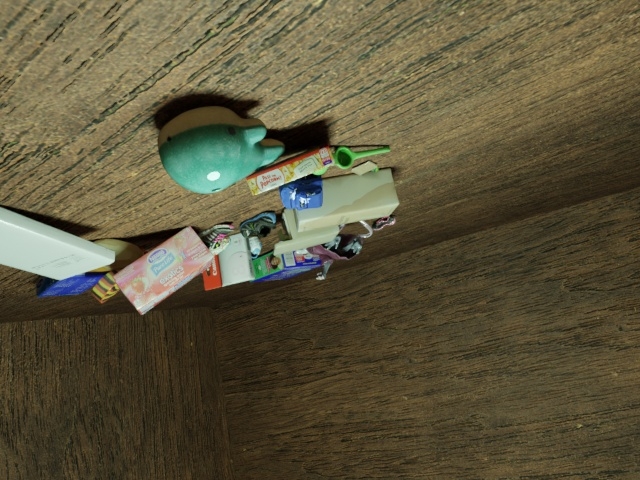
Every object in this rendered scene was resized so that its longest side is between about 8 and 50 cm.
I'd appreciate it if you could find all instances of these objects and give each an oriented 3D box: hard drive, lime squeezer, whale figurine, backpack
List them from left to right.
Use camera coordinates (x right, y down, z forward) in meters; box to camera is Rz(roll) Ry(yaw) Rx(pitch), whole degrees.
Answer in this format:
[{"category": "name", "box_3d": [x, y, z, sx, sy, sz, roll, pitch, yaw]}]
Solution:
[{"category": "hard drive", "box_3d": [-0.784, 0.020, 1.186, 0.232, 0.047, 0.353, -16, 156, 18]}, {"category": "whale figurine", "box_3d": [-0.183, -0.162, 0.871, 0.216, 0.141, 0.272, -20, 169, 33]}, {"category": "backpack", "box_3d": [-0.054, -0.137, 1.216, 0.120, 0.101, 0.098, -6, 131, -6]}, {"category": "lime squeezer", "box_3d": [0.033, -0.199, 1.129, 0.310, 0.059, 0.110, -14, 168, 5]}]

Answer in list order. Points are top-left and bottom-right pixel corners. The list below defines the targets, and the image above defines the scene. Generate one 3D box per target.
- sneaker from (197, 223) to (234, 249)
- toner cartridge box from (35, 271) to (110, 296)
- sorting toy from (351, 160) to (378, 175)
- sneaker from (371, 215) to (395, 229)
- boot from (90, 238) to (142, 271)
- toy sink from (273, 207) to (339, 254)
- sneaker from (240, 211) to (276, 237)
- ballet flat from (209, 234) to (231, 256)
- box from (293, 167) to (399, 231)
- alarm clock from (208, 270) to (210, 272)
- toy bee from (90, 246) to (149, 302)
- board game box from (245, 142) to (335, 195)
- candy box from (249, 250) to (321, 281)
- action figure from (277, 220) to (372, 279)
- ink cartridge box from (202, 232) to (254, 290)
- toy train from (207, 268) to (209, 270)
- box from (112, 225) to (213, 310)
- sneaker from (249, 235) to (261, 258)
[{"category": "sneaker", "box_3d": [-0.373, -0.010, 1.581, 0.170, 0.075, 0.063, -18, 167, 29]}, {"category": "toner cartridge box", "box_3d": [-0.975, 0.146, 1.719, 0.347, 0.075, 0.165, -22, 164, 40]}, {"category": "sorting toy", "box_3d": [0.135, -0.211, 1.283, 0.062, 0.012, 0.083, -25, 160, 31]}, {"category": "sneaker", "box_3d": [0.277, -0.086, 1.986, 0.119, 0.047, 0.057, -24, 149, 32]}, {"category": "boot", "box_3d": [-0.777, 0.062, 1.501, 0.294, 0.104, 0.211, -1, 171, -28]}, {"category": "toy sink", "box_3d": [-0.070, -0.047, 1.575, 0.233, 0.131, 0.153, -15, 169, -11]}, {"category": "sneaker", "box_3d": [-0.225, -0.042, 1.566, 0.067, 0.078, 0.188, 0, 164, -46]}, {"category": "ballet flat", "box_3d": [-0.452, 0.029, 1.686, 0.240, 0.091, 0.077, -23, 143, 29]}, {"category": "box", "box_3d": [0.069, -0.124, 1.365, 0.310, 0.121, 0.148, -11, 169, -6]}, {"category": "alarm clock", "box_3d": [-0.459, 0.133, 2.215, 0.129, 0.064, 0.192, -23, 163, 38]}, {"category": "toy bee", "box_3d": [-0.713, 0.096, 1.628, 0.195, 0.298, 0.162, 28, 122, -17]}, {"category": "board game box", "box_3d": [-0.065, -0.166, 1.007, 0.193, 0.045, 0.147, -21, -166, 4]}, {"category": "candy box", "box_3d": [-0.190, 0.124, 2.304, 0.268, 0.122, 0.317, -2, 164, -44]}, {"category": "action figure", "box_3d": [0.000, 0.000, 1.916, 0.276, 0.248, 0.370, -52, -160, -21]}, {"category": "ink cartridge box", "box_3d": [-0.386, 0.087, 1.750, 0.232, 0.189, 0.066, -14, 168, 12]}, {"category": "toy train", "box_3d": [-0.601, 0.128, 2.107, 0.125, 0.046, 0.166, -15, 170, -19]}, {"category": "box", "box_3d": [-0.532, 0.103, 1.501, 0.300, 0.142, 0.154, -38, 179, -23]}, {"category": "sneaker", "box_3d": [-0.307, 0.045, 1.897, 0.085, 0.086, 0.237, -10, 170, -19]}]
